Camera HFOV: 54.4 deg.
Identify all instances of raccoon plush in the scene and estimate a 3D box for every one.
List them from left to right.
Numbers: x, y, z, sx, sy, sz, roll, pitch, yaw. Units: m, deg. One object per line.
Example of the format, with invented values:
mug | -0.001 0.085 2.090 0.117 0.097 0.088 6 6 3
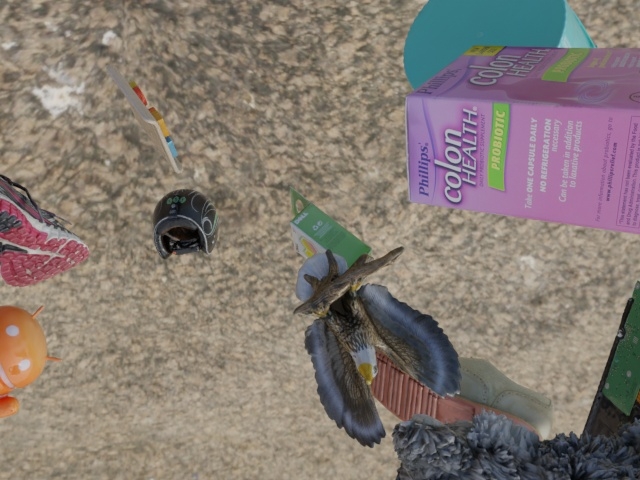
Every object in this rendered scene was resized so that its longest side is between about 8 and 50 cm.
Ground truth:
raccoon plush | 0.233 0.253 0.506 0.298 0.446 0.216 8 81 -11

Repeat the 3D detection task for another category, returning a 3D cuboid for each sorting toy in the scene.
sorting toy | -0.374 -0.265 1.360 0.038 0.193 0.208 -35 156 -10

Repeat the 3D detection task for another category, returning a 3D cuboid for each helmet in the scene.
helmet | -0.317 -0.039 1.472 0.169 0.162 0.170 0 121 0

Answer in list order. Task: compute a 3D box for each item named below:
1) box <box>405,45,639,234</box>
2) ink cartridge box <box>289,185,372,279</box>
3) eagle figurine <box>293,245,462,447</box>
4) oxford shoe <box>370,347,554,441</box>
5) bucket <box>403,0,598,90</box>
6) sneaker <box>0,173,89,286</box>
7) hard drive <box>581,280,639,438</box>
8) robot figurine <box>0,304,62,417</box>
box | 0.240 -0.118 0.640 0.213 0.242 0.118 -43 134 -47
ink cartridge box | 0.000 0.000 1.189 0.062 0.209 0.109 -44 159 -19
eagle figurine | 0.074 0.171 1.024 0.298 0.226 0.225 57 44 -34
oxford shoe | 0.239 0.278 1.177 0.146 0.396 0.141 -43 150 -40
bucket | 0.271 -0.268 0.958 0.281 0.281 0.183 -50 144 6
sneaker | -0.422 -0.024 0.861 0.120 0.112 0.299 -28 160 -7
hard drive | 0.438 0.232 0.769 0.064 0.237 0.339 7 106 -12
robot figurine | -0.494 0.166 0.888 0.219 0.158 0.128 -17 141 -14
